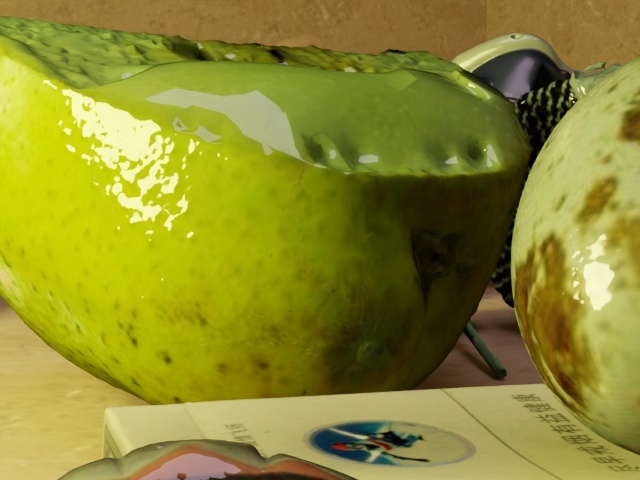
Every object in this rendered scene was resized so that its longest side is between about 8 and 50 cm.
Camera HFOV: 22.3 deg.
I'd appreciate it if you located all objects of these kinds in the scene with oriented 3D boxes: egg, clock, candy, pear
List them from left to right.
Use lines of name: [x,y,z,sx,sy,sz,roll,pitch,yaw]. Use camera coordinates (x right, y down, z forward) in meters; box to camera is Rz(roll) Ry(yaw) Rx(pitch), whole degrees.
pear: [-0.028,0.002,0.958,0.342,0.238,0.318,2,20,-24]
candy: [0.102,0.058,1.151,0.060,0.060,0.201,-1,17,-9]
clock: [0.163,-0.079,1.459,0.146,0.199,0.243,-27,27,31]
egg: [0.158,0.006,0.649,0.169,0.169,0.231,5,20,28]

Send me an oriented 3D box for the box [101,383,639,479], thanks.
box: [0.045,0.116,0.691,0.256,0.069,0.164,-2,9,-15]

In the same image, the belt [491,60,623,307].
belt: [0.237,-0.028,1.156,0.150,0.207,0.257,-11,7,-40]

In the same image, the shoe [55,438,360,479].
shoe: [-0.071,0.130,0.458,0.291,0.114,0.137,-6,6,-21]
